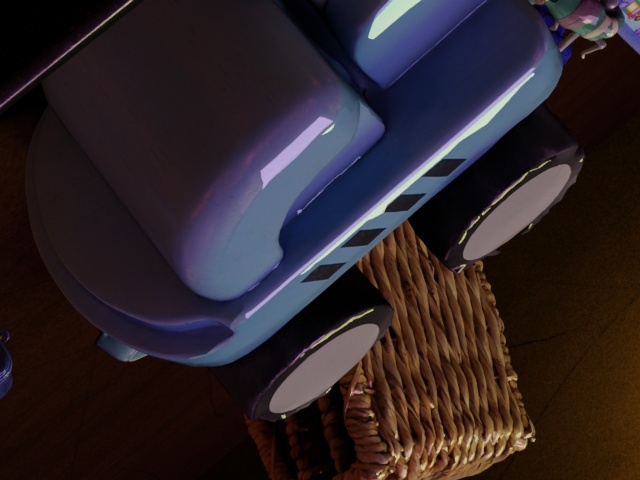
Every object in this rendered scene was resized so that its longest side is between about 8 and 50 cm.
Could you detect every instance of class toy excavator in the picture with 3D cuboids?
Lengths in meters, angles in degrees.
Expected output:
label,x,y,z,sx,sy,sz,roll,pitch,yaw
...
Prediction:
label,x,y,z,sx,sy,sz,roll,pitch,yaw
toy excavator,-0.003,-0.125,0.742,0.433,0.222,0.445,-41,162,8

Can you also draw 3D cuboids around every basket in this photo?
label,x,y,z,sx,sy,sz,roll,pitch,yaw
basket,-0.010,0.055,1.180,0.213,0.299,0.223,-23,167,35

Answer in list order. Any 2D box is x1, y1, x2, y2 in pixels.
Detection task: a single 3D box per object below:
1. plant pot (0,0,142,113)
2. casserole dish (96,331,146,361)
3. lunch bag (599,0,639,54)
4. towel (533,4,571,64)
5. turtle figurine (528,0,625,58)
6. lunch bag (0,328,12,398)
label,x,y,z,sx,sy,sz,roll,pitch,yaw
plant pot,-0.076,-0.149,0.413,0.188,0.187,0.167,-38,-177,0
casserole dish,-0.144,0.070,1.551,0.114,0.037,0.188,-44,170,31
lunch bag,0.276,-0.291,1.245,0.221,0.138,0.293,-41,157,16
towel,0.098,-0.113,1.474,0.308,0.076,0.227,-42,171,18
turtle figurine,0.115,-0.189,0.960,0.118,0.175,0.234,-12,142,-52
lunch bag,-0.266,0.093,1.113,0.098,0.067,0.065,-36,171,-17
